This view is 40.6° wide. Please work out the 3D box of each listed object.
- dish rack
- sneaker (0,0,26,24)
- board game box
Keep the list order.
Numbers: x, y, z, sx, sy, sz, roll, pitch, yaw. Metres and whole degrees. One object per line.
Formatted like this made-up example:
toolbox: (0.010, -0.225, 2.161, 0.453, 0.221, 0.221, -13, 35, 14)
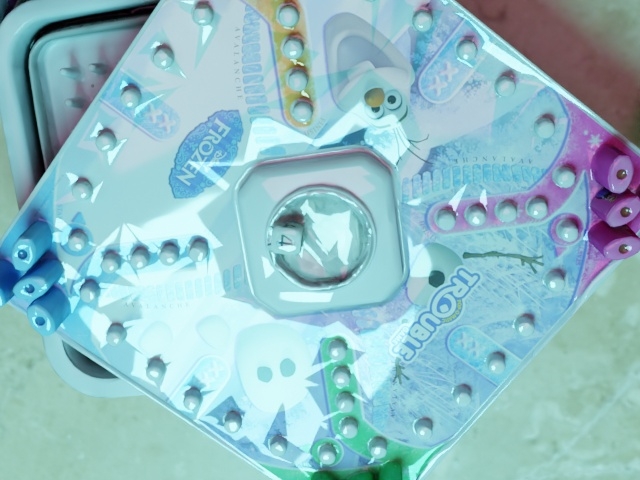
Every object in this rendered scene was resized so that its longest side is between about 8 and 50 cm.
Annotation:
dish rack: (-0.105, -0.045, 0.723, 0.285, 0.072, 0.333, -7, 100, 8)
sneaker: (-0.285, -0.210, 0.696, 0.083, 0.098, 0.223, 16, 102, 3)
board game box: (0.000, 0.000, 0.646, 0.390, 0.050, 0.390, 36, 104, -9)
